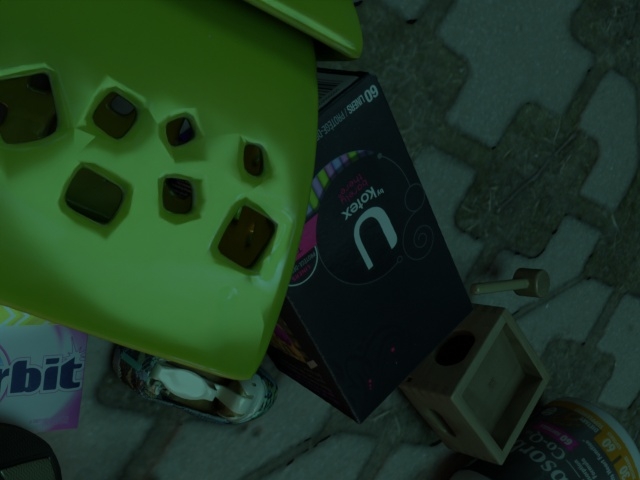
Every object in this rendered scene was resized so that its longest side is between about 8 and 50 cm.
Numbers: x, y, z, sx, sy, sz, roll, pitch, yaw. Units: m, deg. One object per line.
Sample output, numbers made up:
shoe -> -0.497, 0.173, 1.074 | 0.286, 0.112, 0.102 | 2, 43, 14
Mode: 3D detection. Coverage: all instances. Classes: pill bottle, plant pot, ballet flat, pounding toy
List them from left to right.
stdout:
plant pot -> -0.117, -0.082, 0.454 | 0.227, 0.228, 0.207 | 23, 94, -21
ballet flat -> -0.101, 0.137, 0.747 | 0.188, 0.070, 0.070 | 24, 88, -39
pounding toy -> 0.182, 0.112, 0.940 | 0.206, 0.094, 0.181 | -52, 122, -25
pill bottle -> 0.252, 0.325, 1.002 | 0.278, 0.162, 0.162 | -27, 118, -29

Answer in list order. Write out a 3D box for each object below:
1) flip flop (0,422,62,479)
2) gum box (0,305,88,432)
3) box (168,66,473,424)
flip flop -> -0.310, 0.194, 0.542 | 0.277, 0.080, 0.112 | -17, 103, -36
gum box -> -0.266, 0.088, 0.610 | 0.188, 0.062, 0.107 | 2, 101, -37
box -> 0.000, 0.000, 0.734 | 0.165, 0.143, 0.270 | -41, 124, -20
